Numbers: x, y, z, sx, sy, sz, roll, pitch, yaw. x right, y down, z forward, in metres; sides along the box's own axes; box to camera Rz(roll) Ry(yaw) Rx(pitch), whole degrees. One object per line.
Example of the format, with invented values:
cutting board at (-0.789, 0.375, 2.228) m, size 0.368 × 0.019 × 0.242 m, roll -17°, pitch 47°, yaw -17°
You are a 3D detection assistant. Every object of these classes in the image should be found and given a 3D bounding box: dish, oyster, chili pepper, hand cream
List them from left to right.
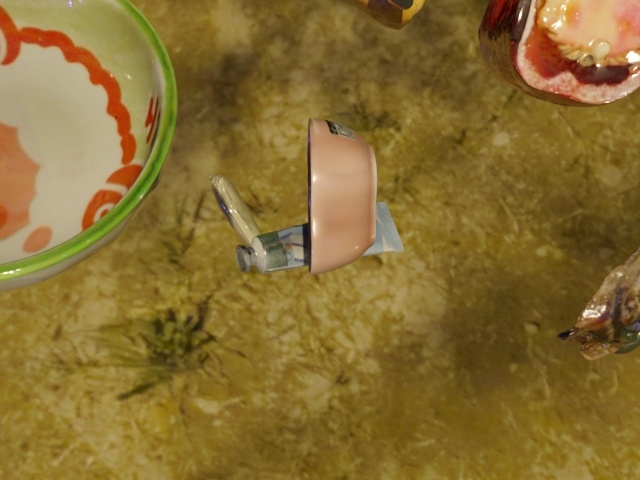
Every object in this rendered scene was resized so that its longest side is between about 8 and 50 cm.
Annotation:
dish at (-0.282, -0.083, 0.770) m, size 0.324 × 0.124 × 0.324 m, roll 2°, pitch 62°, yaw -3°
hand cream at (0.000, 0.000, 1.391) m, size 0.271 × 0.058 × 0.091 m, roll -12°, pitch 67°, yaw -23°
dish at (0.029, -0.057, 1.170) m, size 0.090 × 0.213 × 0.213 m, roll -1°, pitch 51°, yaw -2°
chili pepper at (0.345, -0.325, 1.264) m, size 0.251 × 0.229 × 0.305 m, roll -64°, pitch 15°, yaw 14°
oyster at (0.484, 0.039, 1.219) m, size 0.096 × 0.221 × 0.361 m, roll 44°, pitch 116°, yaw 23°

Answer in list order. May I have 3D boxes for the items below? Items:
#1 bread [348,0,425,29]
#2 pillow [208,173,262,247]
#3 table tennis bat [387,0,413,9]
bread at (0.069, -0.582, 1.828) m, size 0.148 × 0.344 × 0.195 m, roll -57°, pitch 10°, yaw -15°
pillow at (-0.176, -0.055, 1.879) m, size 0.053 × 0.208 × 0.119 m, roll -31°, pitch 7°, yaw -3°
table tennis bat at (0.120, -0.471, 1.604) m, size 0.013 × 0.156 × 0.087 m, roll -14°, pitch 70°, yaw 42°
